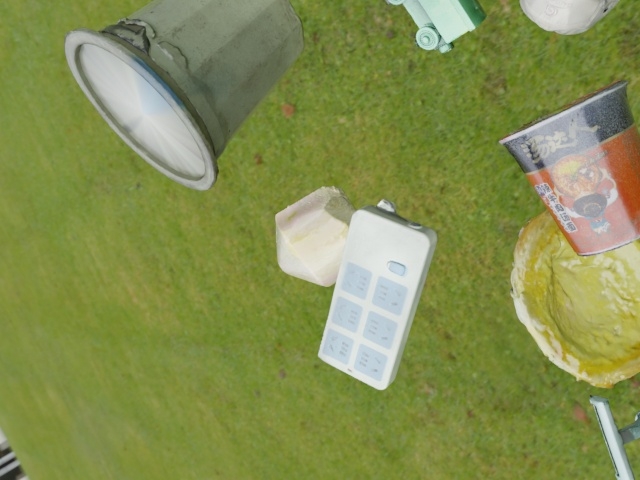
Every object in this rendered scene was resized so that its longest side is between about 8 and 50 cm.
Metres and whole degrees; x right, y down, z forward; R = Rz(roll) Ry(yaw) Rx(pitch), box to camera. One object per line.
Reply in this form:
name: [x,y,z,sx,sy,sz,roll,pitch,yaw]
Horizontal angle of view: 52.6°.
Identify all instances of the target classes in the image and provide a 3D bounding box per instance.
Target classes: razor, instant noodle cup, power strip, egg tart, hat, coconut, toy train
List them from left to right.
coconut: [0.000,0.000,1.036,0.147,0.153,0.147,57,-173,-11]
power strip: [0.055,0.057,0.632,0.081,0.035,0.192,25,118,24]
toy train: [0.322,-0.684,1.840,0.202,0.120,0.300,-23,111,44]
hat: [0.509,-0.516,1.323,0.232,0.275,0.161,22,98,10]
egg tart: [0.435,0.089,1.086,0.314,0.315,0.120,58,158,5]
instant noodle cup: [0.253,-0.063,0.611,0.135,0.127,0.127,64,153,-3]
razor: [0.354,0.169,0.684,0.036,0.211,0.084,-19,89,49]

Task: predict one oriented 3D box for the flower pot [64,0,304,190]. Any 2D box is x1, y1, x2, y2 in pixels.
flower pot: [-0.139,-0.198,0.723,0.212,0.202,0.212,30,155,16]
